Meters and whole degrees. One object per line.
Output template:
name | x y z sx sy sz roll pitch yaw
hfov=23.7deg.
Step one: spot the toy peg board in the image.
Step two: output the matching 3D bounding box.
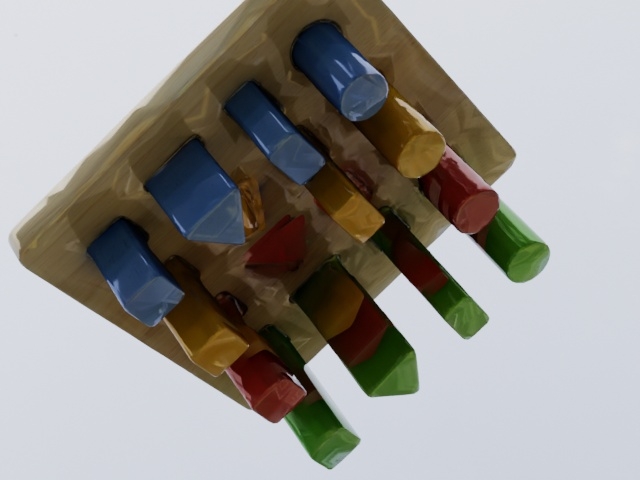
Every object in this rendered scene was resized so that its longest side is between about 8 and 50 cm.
toy peg board | 0.000 0.000 0.585 0.161 0.079 0.160 -45 -41 5
